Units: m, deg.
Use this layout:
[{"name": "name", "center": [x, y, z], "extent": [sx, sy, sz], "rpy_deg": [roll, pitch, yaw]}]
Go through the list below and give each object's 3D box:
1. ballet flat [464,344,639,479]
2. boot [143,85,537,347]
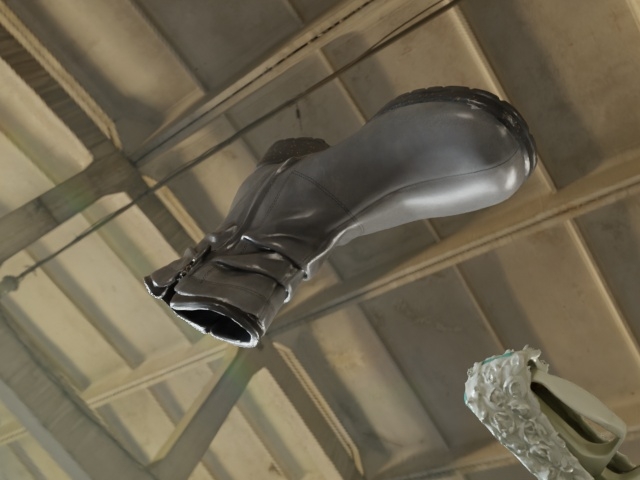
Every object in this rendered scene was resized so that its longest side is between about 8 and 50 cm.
[{"name": "ballet flat", "center": [0.366, 0.300, 0.788], "extent": [0.409, 0.147, 0.147], "rpy_deg": [43, -57, 7]}, {"name": "boot", "center": [0.000, 0.000, 0.516], "extent": [0.338, 0.223, 0.118], "rpy_deg": [-10, -55, 52]}]
